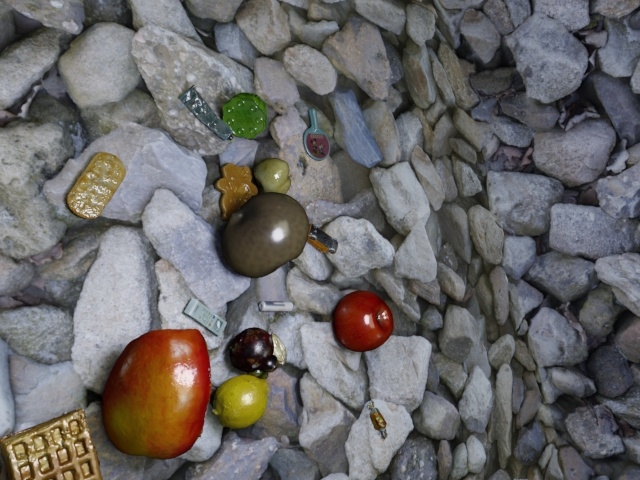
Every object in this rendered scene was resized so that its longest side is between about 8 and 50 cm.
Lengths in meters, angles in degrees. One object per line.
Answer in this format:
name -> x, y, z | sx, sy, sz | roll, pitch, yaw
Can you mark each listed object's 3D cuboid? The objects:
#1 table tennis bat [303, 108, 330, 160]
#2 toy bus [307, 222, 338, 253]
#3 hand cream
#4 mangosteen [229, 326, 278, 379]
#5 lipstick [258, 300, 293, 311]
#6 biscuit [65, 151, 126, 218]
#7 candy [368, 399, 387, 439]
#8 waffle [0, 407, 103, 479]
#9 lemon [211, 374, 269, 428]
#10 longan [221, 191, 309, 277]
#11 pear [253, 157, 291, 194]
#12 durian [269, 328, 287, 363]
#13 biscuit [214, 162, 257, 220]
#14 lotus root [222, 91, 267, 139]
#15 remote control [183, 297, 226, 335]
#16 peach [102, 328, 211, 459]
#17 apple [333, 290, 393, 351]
table tennis bat -> -0.023, -0.484, 2.358 | 0.153, 0.040, 0.244 | -3, 84, -41
toy bus -> 0.000, 0.000, 2.208 | 0.162, 0.074, 0.069 | 36, 49, -26
hand cream -> -0.428, -0.481, 1.984 | 0.248, 0.052, 0.075 | 47, 66, -24
mangosteen -> -0.230, 0.398, 1.825 | 0.184, 0.172, 0.172 | 35, 54, -3
lipstick -> -0.174, 0.257, 2.004 | 0.141, 0.040, 0.040 | 8, 73, -39
biscuit -> -0.720, -0.180, 1.661 | 0.118, 0.029, 0.247 | 37, 56, -28
candy -> 0.252, 0.778, 2.221 | 0.053, 0.046, 0.182 | -27, 94, -44
waffle -> -0.710, 0.647, 1.386 | 0.224, 0.098, 0.327 | -13, 87, -44
lemon -> -0.267, 0.544, 1.748 | 0.206, 0.173, 0.173 | -28, 98, -16
longan -> -0.199, -0.019, 1.901 | 0.350, 0.288, 0.288 | -39, 105, -15
pear -> -0.191, -0.249, 2.056 | 0.137, 0.167, 0.167 | -29, 98, -21
durian -> -0.182, 0.404, 1.929 | 0.110, 0.071, 0.140 | -11, 79, -78
biscuit -> -0.326, -0.179, 2.001 | 0.184, 0.035, 0.248 | 5, 75, -39
lotus root -> -0.287, -0.525, 2.069 | 0.186, 0.186, 0.186 | 13, 69, -38
remote control -> -0.404, 0.271, 1.807 | 0.162, 0.029, 0.061 | 45, 55, -28
peach -> -0.481, 0.441, 1.516 | 0.242, 0.306, 0.380 | 22, 69, -43
apple -> 0.182, 0.339, 2.175 | 0.260, 0.217, 0.260 | 17, 64, -39
